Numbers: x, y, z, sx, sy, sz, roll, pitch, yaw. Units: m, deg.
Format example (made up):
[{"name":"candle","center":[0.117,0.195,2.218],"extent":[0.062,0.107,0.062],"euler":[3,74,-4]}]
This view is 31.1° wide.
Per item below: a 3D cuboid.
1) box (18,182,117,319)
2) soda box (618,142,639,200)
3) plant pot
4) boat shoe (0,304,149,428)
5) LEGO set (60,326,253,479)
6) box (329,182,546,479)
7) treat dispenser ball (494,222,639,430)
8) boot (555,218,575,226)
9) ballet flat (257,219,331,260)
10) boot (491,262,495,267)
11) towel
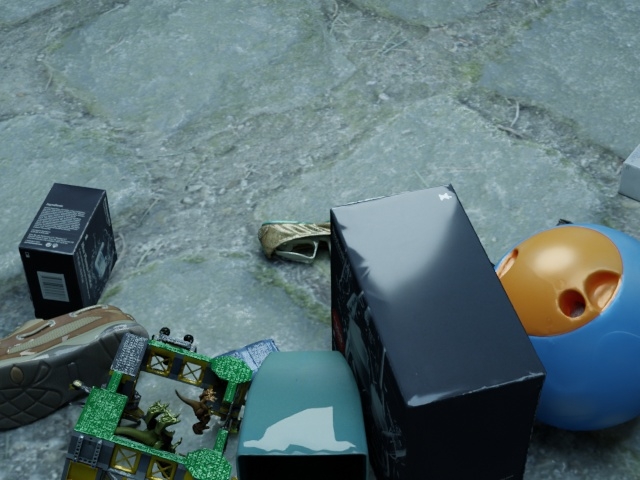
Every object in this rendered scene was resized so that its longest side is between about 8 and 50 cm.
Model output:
[{"name":"box","center":[-0.397,0.020,1.826],"extent":[0.093,0.156,0.158],"euler":[7,43,8]},{"name":"soda box","center":[0.628,-0.087,1.977],"extent":[0.216,0.074,0.069],"euler":[26,50,27]},{"name":"plant pot","center":[-0.021,0.265,1.560],"extent":[0.165,0.166,0.234],"euler":[-1,34,1]},{"name":"boat shoe","center":[-0.417,0.181,1.694],"extent":[0.324,0.123,0.116],"euler":[-15,37,-24]},{"name":"LEGO set","center":[-0.227,0.287,1.555],"extent":[0.254,0.192,0.331],"euler":[14,28,-11]},{"name":"box","center":[0.139,0.159,1.538],"extent":[0.178,0.313,0.343],"euler":[-11,47,-10]},{"name":"treat dispenser ball","center":[0.360,0.120,1.604],"extent":[0.288,0.288,0.288],"euler":[-1,43,1]},{"name":"boot","center":[0.446,0.069,1.820],"extent":[0.228,0.091,0.263],"euler":[9,40,19]},{"name":"ballet flat","center":[0.000,0.000,1.918],"extent":[0.206,0.073,0.067],"euler":[-5,70,-1]},{"name":"boot","center":[0.190,0.081,1.802],"extent":[0.236,0.085,0.178],"euler":[-35,55,-29]},{"name":"towel","center":[-0.114,0.191,1.729],"extent":[0.119,0.029,0.067],"euler":[-18,45,-18]}]
